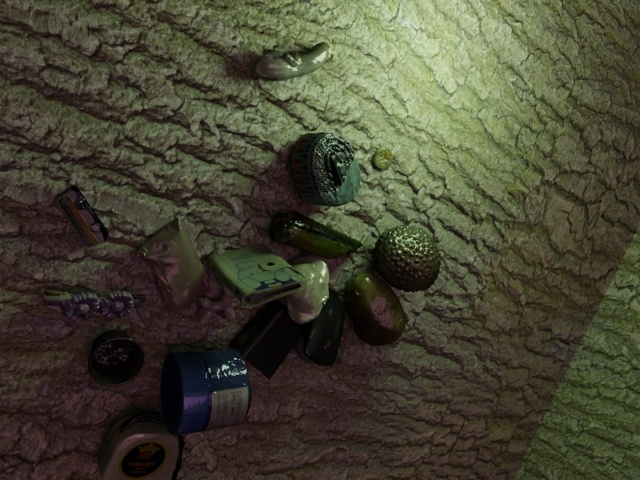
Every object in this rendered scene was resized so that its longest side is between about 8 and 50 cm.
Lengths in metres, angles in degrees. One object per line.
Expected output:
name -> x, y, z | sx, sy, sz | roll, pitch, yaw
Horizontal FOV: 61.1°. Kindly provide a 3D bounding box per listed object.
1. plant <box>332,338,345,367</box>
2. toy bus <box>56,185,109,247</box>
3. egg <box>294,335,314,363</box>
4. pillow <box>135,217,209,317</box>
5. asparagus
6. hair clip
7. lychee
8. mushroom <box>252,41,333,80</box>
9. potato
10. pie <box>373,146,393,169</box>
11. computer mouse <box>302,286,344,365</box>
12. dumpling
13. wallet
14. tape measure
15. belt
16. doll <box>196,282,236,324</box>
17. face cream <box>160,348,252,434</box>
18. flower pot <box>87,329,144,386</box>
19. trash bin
plant -> 0.030, 0.418, 2.050 | 0.121, 0.104, 0.117 | 4, 66, -3
toy bus -> -0.661, -0.064, 1.504 | 0.072, 0.057, 0.172 | -30, 118, -9
egg -> -0.037, 0.379, 1.960 | 0.114, 0.114, 0.152 | -34, 121, -17
pillow -> -0.449, 0.085, 1.665 | 0.173, 0.067, 0.270 | -34, 119, -24
asparagus -> 0.000, 0.000, 1.871 | 0.381, 0.128, 0.108 | 22, 127, -34
hair clip -> -0.651, 0.181, 1.578 | 0.292, 0.084, 0.106 | 7, 119, -36
lychee -> 0.311, 0.069, 1.985 | 0.274, 0.255, 0.256 | 2, 104, -48
mushroom -> -0.080, -0.551, 1.678 | 0.277, 0.096, 0.099 | -19, 143, -23
potato -> 0.197, 0.258, 2.015 | 0.173, 0.210, 0.308 | -43, 116, -38
pie -> 0.227, -0.300, 1.968 | 0.084, 0.021, 0.084 | -8, 110, -24
computer mouse -> 0.019, 0.290, 1.907 | 0.168, 0.087, 0.296 | 29, 52, -42
dumpling -> -0.051, 0.159, 1.828 | 0.162, 0.250, 0.132 | -4, 152, 5
wallet -> -0.201, 0.104, 1.669 | 0.223, 0.309, 0.077 | -10, 113, -29
tape measure -> -0.549, 0.661, 1.745 | 0.271, 0.133, 0.232 | 21, 101, -34
belt -> 0.019, -0.232, 1.795 | 0.207, 0.150, 0.258 | -36, 121, -27
doll -> -0.317, 0.196, 1.755 | 0.160, 0.059, 0.160 | -5, 129, -28
face cream -> -0.366, 0.475, 1.721 | 0.225, 0.249, 0.249 | 4, 103, -32
flower pot -> -0.616, 0.340, 1.621 | 0.157, 0.107, 0.158 | -10, 112, -26
trash bin -> -0.173, 0.334, 1.871 | 0.225, 0.115, 0.165 | -49, 123, -11
